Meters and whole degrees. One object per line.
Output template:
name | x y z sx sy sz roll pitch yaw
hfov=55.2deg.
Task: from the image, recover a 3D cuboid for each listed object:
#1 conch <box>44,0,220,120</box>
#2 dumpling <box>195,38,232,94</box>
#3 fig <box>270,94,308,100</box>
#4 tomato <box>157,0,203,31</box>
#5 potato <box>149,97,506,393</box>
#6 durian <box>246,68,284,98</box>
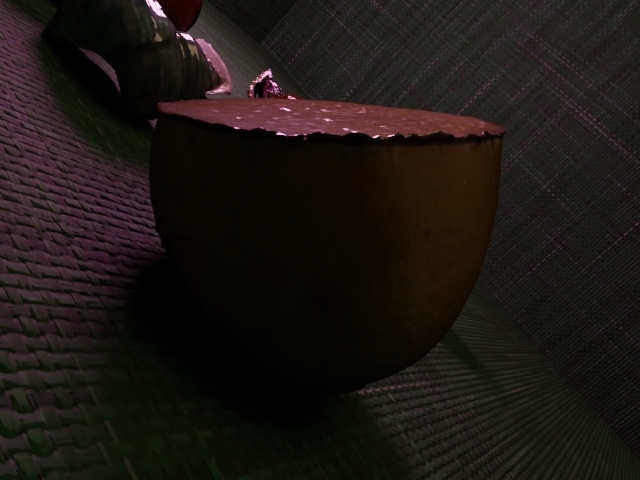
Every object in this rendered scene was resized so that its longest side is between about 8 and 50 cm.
conch | -0.288 -0.293 0.970 0.277 0.195 0.220 10 -1 -25
dumpling | -0.275 -0.402 1.462 0.150 0.092 0.176 36 17 -24
fig | -0.105 -0.242 1.440 0.190 0.190 0.290 39 -18 -26
tomato | -0.371 -0.575 1.441 0.184 0.208 0.208 9 33 -34
potato | 0.000 0.000 0.715 0.385 0.319 0.442 7 14 17
durian | -0.169 -0.411 1.878 0.186 0.119 0.108 61 -21 15
